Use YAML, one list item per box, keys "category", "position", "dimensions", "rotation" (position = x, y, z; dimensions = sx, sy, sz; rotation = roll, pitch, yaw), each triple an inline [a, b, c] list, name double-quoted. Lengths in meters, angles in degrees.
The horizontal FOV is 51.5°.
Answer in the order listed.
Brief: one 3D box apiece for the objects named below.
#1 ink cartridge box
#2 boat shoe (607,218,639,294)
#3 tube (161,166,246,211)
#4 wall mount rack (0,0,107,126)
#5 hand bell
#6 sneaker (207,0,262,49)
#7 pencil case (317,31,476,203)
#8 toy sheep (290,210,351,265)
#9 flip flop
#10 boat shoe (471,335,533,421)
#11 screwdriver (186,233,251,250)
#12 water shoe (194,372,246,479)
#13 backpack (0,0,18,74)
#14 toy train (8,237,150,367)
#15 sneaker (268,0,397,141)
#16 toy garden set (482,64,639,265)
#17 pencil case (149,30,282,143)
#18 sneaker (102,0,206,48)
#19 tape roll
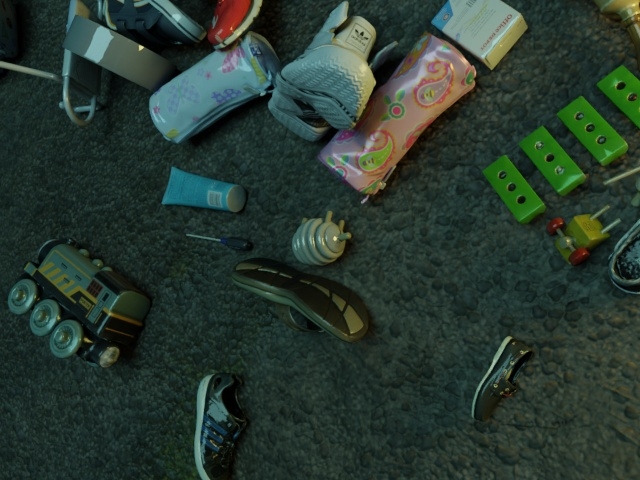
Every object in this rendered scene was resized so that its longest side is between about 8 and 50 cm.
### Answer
- category: "ink cartridge box"
  position: [0.256, -0.347, 1.069]
  dimensions: [0.088, 0.052, 0.122]
  rotation: [-50, 60, 13]
- category: "boat shoe"
  position: [0.495, -0.047, 0.843]
  dimensions: [0.306, 0.105, 0.113]
  rotation: [-39, 64, 19]
- category: "tube"
  position: [-0.239, -0.096, 1.312]
  dimensions: [0.207, 0.052, 0.080]
  rotation: [13, 83, 36]
- category: "wall mount rack"
  position: [-0.578, -0.425, 1.415]
  dimensions: [0.131, 0.304, 0.349]
  rotation: [-2, 79, 15]
- category: "hand bell"
  position: [0.444, -0.301, 0.937]
  dimensions: [0.126, 0.126, 0.241]
  rotation: [-23, 81, 24]
- category: "sneaker"
  position: [-0.173, -0.481, 1.229]
  dimensions: [0.107, 0.118, 0.278]
  rotation: [-9, 61, 43]
- category: "pencil case"
  position: [0.124, -0.199, 1.082]
  dimensions: [0.284, 0.124, 0.124]
  rotation: [-49, 62, 14]
- category: "toy sheep"
  position: [0.000, 0.000, 1.133]
  dimensions: [0.132, 0.091, 0.091]
  rotation: [-18, 71, 46]
- category: "flip flop"
  position: [-0.039, 0.109, 1.132]
  dimensions: [0.277, 0.112, 0.080]
  rotation: [20, 117, 29]
- category: "boat shoe"
  position: [0.262, 0.206, 0.963]
  dimensions: [0.042, 0.049, 0.133]
  rotation: [29, 91, 39]
- category: "screwdriver"
  position: [-0.203, -0.002, 1.285]
  dimensions: [0.170, 0.025, 0.024]
  rotation: [10, 85, 30]
- category: "water shoe"
  position: [-0.174, 0.337, 1.176]
  dimensions: [0.080, 0.073, 0.203]
  rotation: [-12, 75, 25]
- category: "backpack"
  position: [-0.894, -0.557, 1.649]
  dimensions: [0.213, 0.263, 0.276]
  rotation: [-19, 71, 9]
- category: "toy train"
  position: [-0.504, 0.124, 1.378]
  dimensions: [0.334, 0.142, 0.190]
  rotation: [30, 84, 32]
- category: "sneaker"
  position: [0.032, -0.284, 1.048]
  dimensions: [0.137, 0.366, 0.210]
  rotation: [36, 83, -11]
- category: "toy garden set"
  position: [0.387, -0.096, 0.940]
  dimensions: [0.244, 0.049, 0.203]
  rotation: [-38, 54, 17]
- category: "pencil case"
  position: [-0.201, -0.291, 1.287]
  dimensions: [0.273, 0.113, 0.124]
  rotation: [-23, 85, 24]
- category: "sneaker"
  position: [-0.358, -0.461, 1.404]
  dimensions: [0.127, 0.126, 0.321]
  rotation: [-52, 50, 6]
- category: "tape roll"
  position: [-0.409, -0.376, 1.360]
  dimensions: [0.219, 0.219, 0.072]
  rotation: [30, 97, 31]
